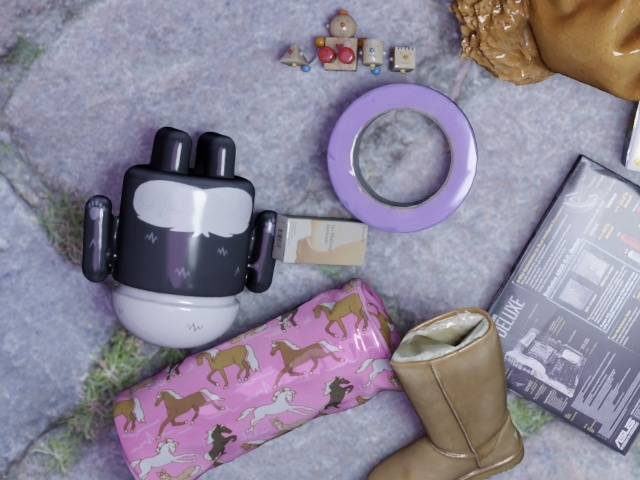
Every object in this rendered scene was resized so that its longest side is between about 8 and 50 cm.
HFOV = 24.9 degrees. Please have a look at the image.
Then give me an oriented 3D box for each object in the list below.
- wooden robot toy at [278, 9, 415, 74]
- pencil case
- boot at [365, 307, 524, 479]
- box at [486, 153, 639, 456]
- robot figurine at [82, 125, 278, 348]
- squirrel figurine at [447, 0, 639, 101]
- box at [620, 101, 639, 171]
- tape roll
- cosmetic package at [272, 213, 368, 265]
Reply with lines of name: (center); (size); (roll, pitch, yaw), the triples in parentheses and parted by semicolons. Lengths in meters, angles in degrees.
wooden robot toy: (0.035, -0.257, 1.845); (0.173, 0.076, 0.079); (2, 85, 6)
pencil case: (-0.071, 0.190, 1.853); (0.386, 0.167, 0.160); (-27, 83, 9)
boot: (0.128, 0.216, 1.794); (0.236, 0.089, 0.269); (-27, 137, -3)
box: (0.357, 0.081, 1.836); (0.242, 0.076, 0.307); (29, 98, 3)
robot figurine: (-0.176, -0.002, 1.844); (0.209, 0.173, 0.278); (9, 97, 20)
squirrel figurine: (0.278, -0.372, 1.665); (0.397, 0.281, 0.370); (-5, 130, 34)
box: (0.481, -0.120, 1.782); (0.203, 0.114, 0.103); (12, 98, 6)
tape roll: (0.106, -0.106, 1.845); (0.189, 0.080, 0.189); (1, 96, 6)
cosmetic package: (0.000, 0.000, 1.861); (0.115, 0.041, 0.060); (2, 98, -24)
